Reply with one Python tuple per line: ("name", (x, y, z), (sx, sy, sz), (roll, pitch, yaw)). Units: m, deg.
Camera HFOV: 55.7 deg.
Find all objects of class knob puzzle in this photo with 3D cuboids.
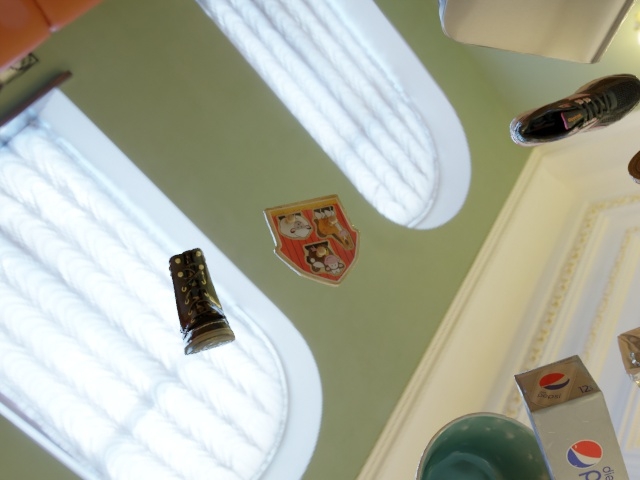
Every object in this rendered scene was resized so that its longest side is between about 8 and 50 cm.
("knob puzzle", (0.000, 0.000, 1.196), (0.213, 0.213, 0.030), (-56, 180, -35))

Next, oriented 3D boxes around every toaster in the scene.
("toaster", (0.183, -0.249, 0.520), (0.110, 0.186, 0.168), (102, -7, -47))

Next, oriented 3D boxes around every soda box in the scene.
("soda box", (0.369, 0.310, 0.856), (0.098, 0.286, 0.091), (-22, -161, 10))

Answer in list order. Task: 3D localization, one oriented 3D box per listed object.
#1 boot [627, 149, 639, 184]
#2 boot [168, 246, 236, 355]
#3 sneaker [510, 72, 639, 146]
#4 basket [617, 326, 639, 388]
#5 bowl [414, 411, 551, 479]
("boot", (0.512, -0.082, 0.829), (0.197, 0.152, 0.073), (-18, -129, 4))
("boot", (-0.211, 0.100, 1.028), (0.085, 0.178, 0.236), (-15, 173, -15))
("sneaker", (0.355, -0.172, 0.840), (0.178, 0.072, 0.077), (-25, -173, 21))
("basket", (0.590, 0.192, 0.980), (0.167, 0.103, 0.113), (-29, -165, 28))
("bowl", (0.309, 0.507, 1.187), (0.311, 0.312, 0.163), (-52, 174, -27))
